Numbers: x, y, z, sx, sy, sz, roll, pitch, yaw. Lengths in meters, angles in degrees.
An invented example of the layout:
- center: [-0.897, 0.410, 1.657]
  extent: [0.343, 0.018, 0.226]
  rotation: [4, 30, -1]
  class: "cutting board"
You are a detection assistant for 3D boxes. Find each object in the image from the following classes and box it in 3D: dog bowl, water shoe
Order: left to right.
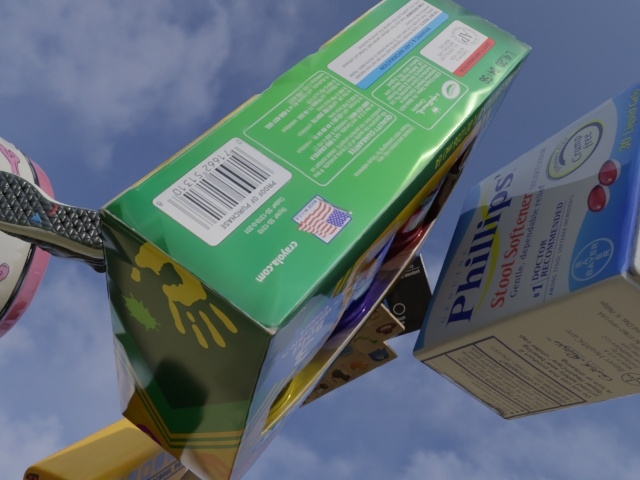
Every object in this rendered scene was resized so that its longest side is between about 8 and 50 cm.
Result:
- center: [-0.593, 0.001, 1.056]
  extent: [0.408, 0.408, 0.150]
  rotation: [-18, -24, 27]
  class: "dog bowl"
- center: [-0.340, -0.015, 0.796]
  extent: [0.203, 0.073, 0.080]
  rotation: [24, -38, -1]
  class: "water shoe"

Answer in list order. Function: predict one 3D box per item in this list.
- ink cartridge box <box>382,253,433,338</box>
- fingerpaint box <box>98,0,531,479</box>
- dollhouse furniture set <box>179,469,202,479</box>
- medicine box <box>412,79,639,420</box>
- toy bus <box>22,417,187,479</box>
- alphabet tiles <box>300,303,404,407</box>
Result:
- center: [0.061, 0.063, 1.021]
  extent: [0.206, 0.045, 0.208]
  rotation: [-19, -76, 4]
  class: "ink cartridge box"
- center: [0.000, 0.000, 0.697]
  extent: [0.163, 0.445, 0.371]
  rotation: [35, -37, 12]
  class: "fingerpaint box"
- center: [-0.193, 0.335, 1.048]
  extent: [0.123, 0.151, 0.144]
  rotation: [-51, -45, 1]
  class: "dollhouse furniture set"
- center: [0.267, 0.020, 0.694]
  extent: [0.149, 0.263, 0.289]
  rotation: [35, -34, -13]
  class: "medicine box"
- center: [-0.321, 0.359, 0.953]
  extent: [0.108, 0.333, 0.130]
  rotation: [14, -81, 20]
  class: "toy bus"
- center: [-0.004, 0.151, 0.987]
  extent: [0.237, 0.009, 0.198]
  rotation: [-33, -61, 22]
  class: "alphabet tiles"
